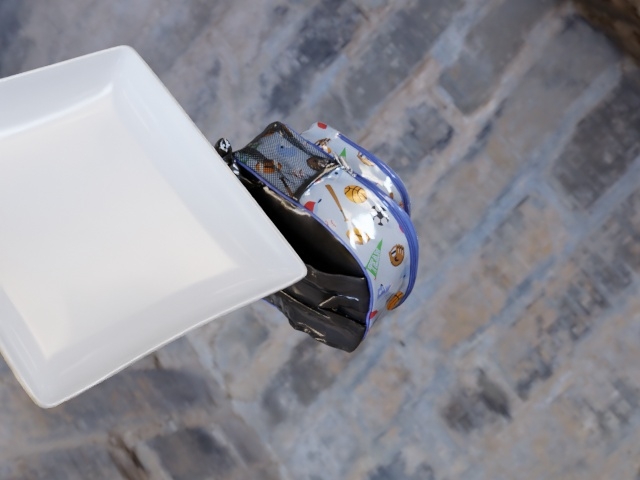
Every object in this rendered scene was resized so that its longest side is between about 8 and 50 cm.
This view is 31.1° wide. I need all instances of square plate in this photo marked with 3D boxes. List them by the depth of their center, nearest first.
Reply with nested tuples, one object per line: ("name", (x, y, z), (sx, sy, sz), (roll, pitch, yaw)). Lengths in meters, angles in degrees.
("square plate", (-0.236, -0.028, 1.163), (0.347, 0.344, 0.049), (-26, 162, -41))

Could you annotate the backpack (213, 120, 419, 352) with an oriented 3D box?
("backpack", (0.000, 0.000, 1.470), (0.213, 0.263, 0.277), (-35, 152, -25))
